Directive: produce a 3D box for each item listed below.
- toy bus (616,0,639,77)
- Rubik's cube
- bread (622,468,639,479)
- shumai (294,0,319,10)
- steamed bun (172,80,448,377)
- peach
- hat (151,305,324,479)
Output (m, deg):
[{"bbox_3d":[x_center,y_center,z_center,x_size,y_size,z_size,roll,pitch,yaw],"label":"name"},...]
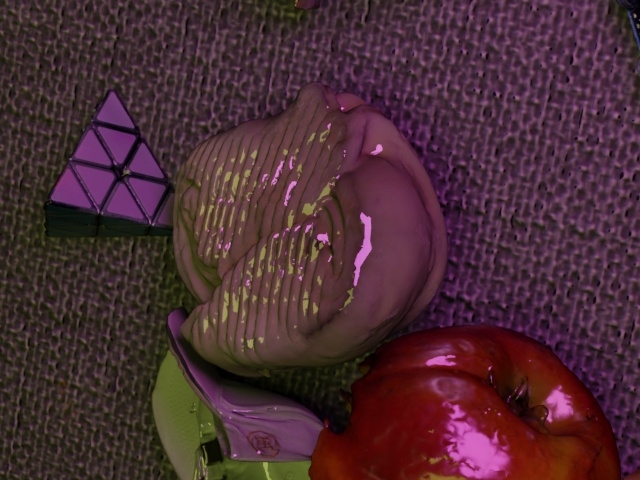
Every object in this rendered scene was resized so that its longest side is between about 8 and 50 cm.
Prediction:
[{"bbox_3d":[0.375,-0.242,1.517,0.090,0.106,0.184,-16,92,53],"label":"toy bus"},{"bbox_3d":[-0.240,-0.036,1.769,0.178,0.190,0.211,24,111,-2],"label":"Rubik's cube"},{"bbox_3d":[0.385,0.328,1.593,0.125,0.086,0.156,14,108,41],"label":"bread"},{"bbox_3d":[0.013,-0.426,1.600,0.288,0.292,0.330,-12,85,58],"label":"shumai"},{"bbox_3d":[0.001,0.010,1.638,0.324,0.219,0.309,-31,57,37],"label":"steamed bun"},{"bbox_3d":[0.127,0.306,1.564,0.353,0.339,0.416,40,117,3],"label":"peach"},{"bbox_3d":[-0.094,0.215,1.750,0.301,0.168,0.258,62,151,26],"label":"hat"}]
